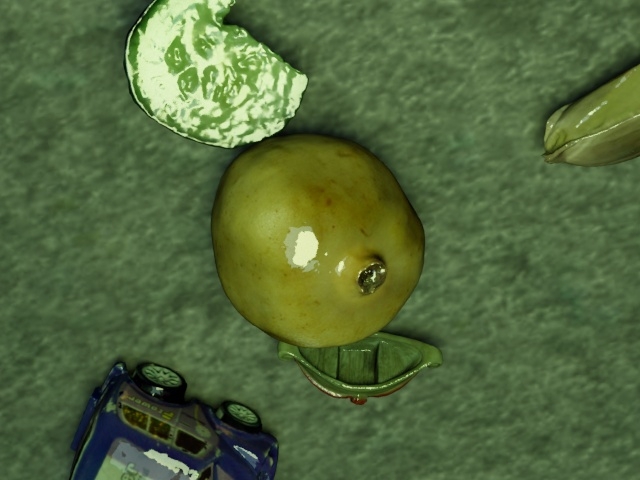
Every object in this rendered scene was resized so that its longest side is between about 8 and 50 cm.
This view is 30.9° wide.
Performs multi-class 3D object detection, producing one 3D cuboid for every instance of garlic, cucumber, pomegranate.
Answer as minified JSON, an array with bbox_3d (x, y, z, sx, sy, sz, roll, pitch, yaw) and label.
[{"bbox_3d":[0.324,-0.135,1.223,0.195,0.101,0.087,-26,71,14],"label":"garlic"},{"bbox_3d":[-0.112,-0.186,1.206,0.191,0.130,0.191,0,105,1],"label":"cucumber"},{"bbox_3d":[-0.004,-0.001,1.214,0.233,0.233,0.233,0,104,1],"label":"pomegranate"}]

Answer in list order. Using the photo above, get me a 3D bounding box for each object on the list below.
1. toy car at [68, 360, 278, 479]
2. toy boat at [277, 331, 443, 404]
[{"bbox_3d":[-0.171,0.261,1.308,0.235,0.158,0.172,23,104,-4],"label":"toy car"},{"bbox_3d":[0.043,0.139,1.308,0.185,0.089,0.071,2,149,-2],"label":"toy boat"}]
